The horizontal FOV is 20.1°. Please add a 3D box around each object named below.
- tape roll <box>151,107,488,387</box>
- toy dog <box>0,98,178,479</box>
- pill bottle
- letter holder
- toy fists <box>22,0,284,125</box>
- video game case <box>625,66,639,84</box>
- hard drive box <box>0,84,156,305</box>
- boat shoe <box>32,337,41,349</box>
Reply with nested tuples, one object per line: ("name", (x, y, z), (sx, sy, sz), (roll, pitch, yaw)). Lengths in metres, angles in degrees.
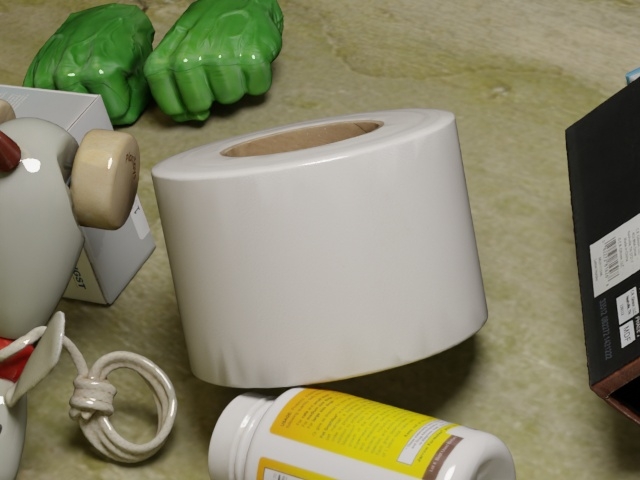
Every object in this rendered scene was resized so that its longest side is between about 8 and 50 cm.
("tape roll", (0.000, 0.000, 1.432), (0.246, 0.169, 0.246), (-11, 12, 2))
("toy dog", (-0.252, 0.033, 1.440), (0.220, 0.161, 0.333), (-10, 81, 12))
("pill bottle", (0.026, 0.175, 1.326), (0.215, 0.117, 0.117), (13, 47, 32))
("letter holder", (0.321, 0.026, 1.393), (0.152, 0.214, 0.301), (-37, 30, 29))
("toy fists", (-0.171, -0.178, 1.849), (0.279, 0.096, 0.142), (-3, 31, 20))
("video game case", (0.368, -0.151, 1.642), (0.119, 0.015, 0.166), (-27, 26, -11))
("hard drive box", (-0.291, -0.048, 1.665), (0.232, 0.181, 0.089), (9, 44, 28))
("boat shoe", (-0.284, 0.117, 1.573), (0.038, 0.046, 0.125), (0, 33, 28))
